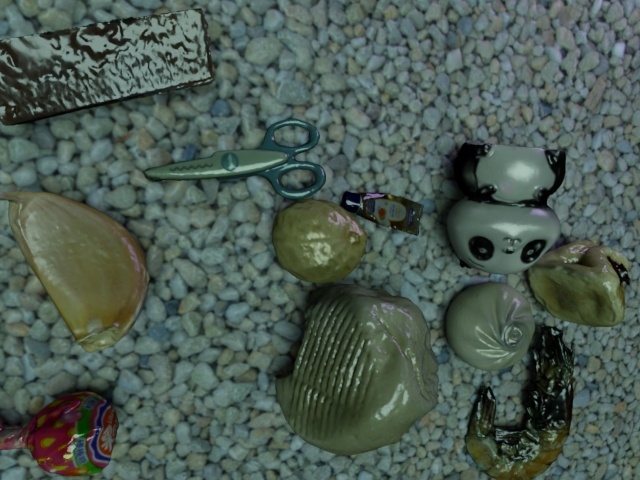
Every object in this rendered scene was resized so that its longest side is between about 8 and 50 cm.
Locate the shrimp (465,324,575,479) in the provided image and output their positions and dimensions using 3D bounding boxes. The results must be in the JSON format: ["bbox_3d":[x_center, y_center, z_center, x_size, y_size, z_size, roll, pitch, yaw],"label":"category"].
[{"bbox_3d":[0.422,0.351,0.963,0.232,0.071,0.366,-2,105,-9],"label":"shrimp"}]

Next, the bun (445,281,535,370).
[{"bbox_3d":[0.331,0.168,0.878,0.172,0.120,0.173,-2,98,-13],"label":"bun"}]

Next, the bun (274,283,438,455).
[{"bbox_3d":[0.076,0.212,0.770,0.204,0.281,0.282,14,96,-41],"label":"bun"}]

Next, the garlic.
[{"bbox_3d":[-0.347,0.034,0.661,0.145,0.164,0.245,-29,100,9],"label":"garlic"}]

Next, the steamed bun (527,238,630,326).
[{"bbox_3d":[0.522,0.068,0.901,0.155,0.172,0.141,-38,117,-24],"label":"steamed bun"}]

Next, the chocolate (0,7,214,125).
[{"bbox_3d":[-0.315,-0.246,0.657,0.320,0.112,0.112,-15,112,-12],"label":"chocolate"}]

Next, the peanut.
[{"bbox_3d":[0.000,0.000,0.768,0.159,0.109,0.141,-5,93,-10],"label":"peanut"}]

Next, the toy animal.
[{"bbox_3d":[0.321,-0.056,0.811,0.186,0.165,0.235,6,98,7],"label":"toy animal"}]

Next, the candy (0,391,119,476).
[{"bbox_3d":[-0.502,0.313,0.704,0.364,0.124,0.124,-6,101,-6],"label":"candy"}]

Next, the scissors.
[{"bbox_3d":[-0.136,-0.122,0.747,0.288,0.041,0.138,-8,85,-9],"label":"scissors"}]

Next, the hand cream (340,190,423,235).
[{"bbox_3d":[0.115,-0.054,0.829,0.163,0.039,0.062,12,80,-18],"label":"hand cream"}]
